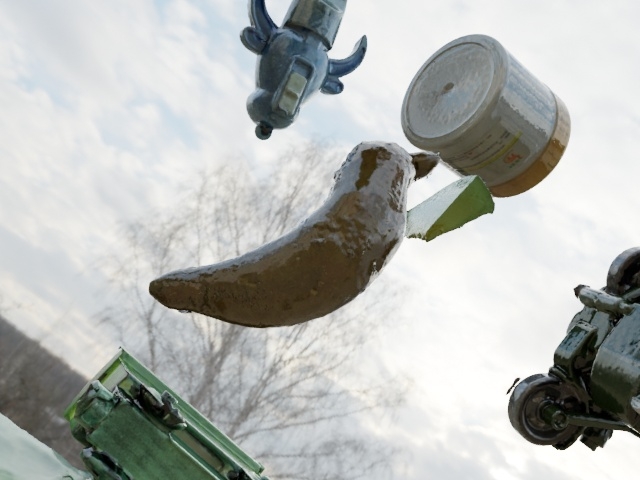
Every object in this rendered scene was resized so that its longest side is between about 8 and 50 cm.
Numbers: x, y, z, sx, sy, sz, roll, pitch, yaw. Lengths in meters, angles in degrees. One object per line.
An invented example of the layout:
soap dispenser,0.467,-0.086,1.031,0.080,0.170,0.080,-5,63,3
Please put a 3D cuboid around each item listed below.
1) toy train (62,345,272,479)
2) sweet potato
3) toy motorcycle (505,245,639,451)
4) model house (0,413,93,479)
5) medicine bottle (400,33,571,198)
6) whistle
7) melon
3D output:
toy train,-0.171,0.264,0.774,0.301,0.120,0.202,47,-14,-18
sweet potato,0.004,0.000,0.600,0.124,0.310,0.098,43,-18,42
toy motorcycle,0.319,0.113,0.622,0.127,0.275,0.205,37,0,-13
model house,-0.392,0.312,0.520,0.194,0.324,0.267,25,2,18
medicine bottle,0.307,-0.228,1.228,0.232,0.237,0.238,25,-18,-36
whistle,-0.029,-0.259,0.883,0.180,0.269,0.093,27,-8,-25
melon,0.156,-0.029,0.939,0.053,0.114,0.262,44,-15,-9
